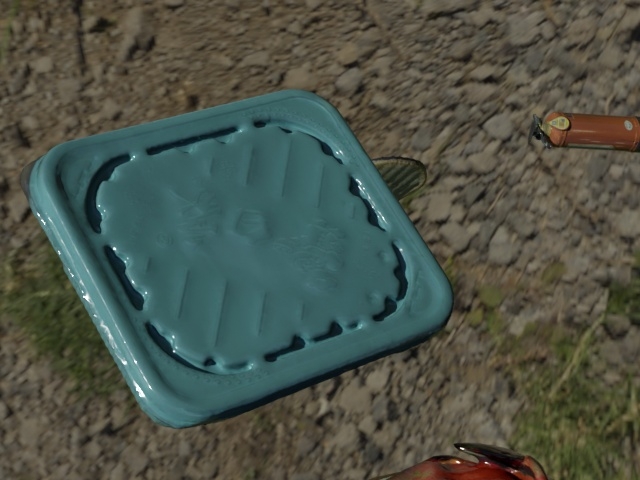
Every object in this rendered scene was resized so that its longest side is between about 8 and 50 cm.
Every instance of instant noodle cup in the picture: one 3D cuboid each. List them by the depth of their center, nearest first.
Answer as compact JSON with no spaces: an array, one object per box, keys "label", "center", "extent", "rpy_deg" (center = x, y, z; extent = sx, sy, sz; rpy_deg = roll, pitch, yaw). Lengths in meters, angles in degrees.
[{"label":"instant noodle cup","center":[-0.042,0.015,0.658],"extent":[0.157,0.179,0.070],"rpy_deg":[57,143,22]}]

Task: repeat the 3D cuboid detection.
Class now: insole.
[{"label":"insole","center":[0.000,0.000,1.481],"extent":[0.348,0.119,0.009],"rpy_deg":[-42,49,46]}]

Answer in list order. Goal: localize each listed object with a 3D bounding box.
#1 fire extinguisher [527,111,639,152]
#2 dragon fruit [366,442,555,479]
[{"label":"fire extinguisher","center":[0.343,-0.138,1.734],"extent":[0.177,0.062,0.050],"rpy_deg":[1,138,-16]},{"label":"dragon fruit","center":[0.085,0.198,0.730],"extent":[0.182,0.182,0.188],"rpy_deg":[-36,134,19]}]
